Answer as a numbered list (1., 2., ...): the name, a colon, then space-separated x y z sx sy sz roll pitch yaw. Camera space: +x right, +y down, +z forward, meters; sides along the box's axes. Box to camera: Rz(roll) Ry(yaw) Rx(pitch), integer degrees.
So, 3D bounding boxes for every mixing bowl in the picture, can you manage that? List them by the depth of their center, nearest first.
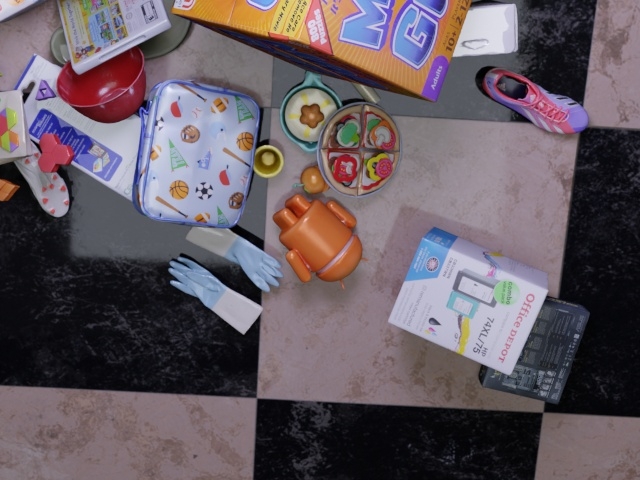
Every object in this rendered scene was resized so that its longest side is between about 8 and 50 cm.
1. mixing bowl: -0.415 -0.298 1.693 0.182 0.181 0.098 -18 142 3

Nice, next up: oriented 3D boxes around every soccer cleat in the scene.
1. soccer cleat: 0.452 -0.287 1.785 0.248 0.095 0.083 26 101 -7
2. soccer cleat: -0.598 -0.139 1.821 0.068 0.076 0.196 -37 122 -22

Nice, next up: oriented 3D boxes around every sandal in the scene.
1. sandal: -0.404 -0.415 1.742 0.303 0.086 0.120 -17 103 3

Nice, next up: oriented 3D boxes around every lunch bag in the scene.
1. lunch bag: -0.259 -0.180 1.743 0.243 0.115 0.303 8 94 -20

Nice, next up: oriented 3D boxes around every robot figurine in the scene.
1. robot figurine: -0.001 0.002 1.828 0.219 0.158 0.128 43 121 -10

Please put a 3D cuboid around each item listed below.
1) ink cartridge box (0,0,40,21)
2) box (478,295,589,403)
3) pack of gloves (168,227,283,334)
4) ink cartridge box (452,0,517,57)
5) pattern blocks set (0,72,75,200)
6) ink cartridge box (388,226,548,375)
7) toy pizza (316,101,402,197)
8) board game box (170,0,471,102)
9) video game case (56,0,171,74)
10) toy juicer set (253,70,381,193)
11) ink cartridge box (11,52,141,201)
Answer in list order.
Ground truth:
1. ink cartridge box: -0.560 -0.548 1.651 0.233 0.168 0.171 -28 109 1
2. box: 0.477 0.237 1.927 0.184 0.059 0.232 13 103 -4
3. pack of gloves: -0.208 0.067 1.894 0.232 0.046 0.195 35 112 -6
4. ink cartridge box: 0.285 -0.419 1.685 0.160 0.219 0.092 -5 107 -1
5. pattern blocks set: -0.667 -0.224 1.744 0.325 0.026 0.285 -20 87 20
6. ink cartridge box: 0.314 0.120 1.794 0.270 0.197 0.198 23 102 10
7. toy pizza: 0.087 -0.187 1.784 0.201 0.032 0.201 -6 104 -24
8. board game box: 0.026 -0.485 1.490 0.357 0.356 0.356 12 99 -46
9. video game case: -0.411 -0.450 1.688 0.206 0.227 0.026 -26 146 5
10. toy juicer set: 0.015 -0.244 1.790 0.209 0.089 0.329 29 101 -7
11. ink cartridge box: -0.485 -0.236 1.796 0.333 0.065 0.165 33 100 -10
